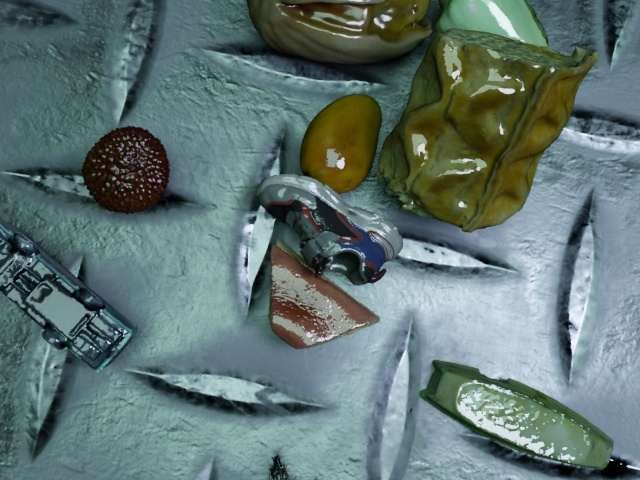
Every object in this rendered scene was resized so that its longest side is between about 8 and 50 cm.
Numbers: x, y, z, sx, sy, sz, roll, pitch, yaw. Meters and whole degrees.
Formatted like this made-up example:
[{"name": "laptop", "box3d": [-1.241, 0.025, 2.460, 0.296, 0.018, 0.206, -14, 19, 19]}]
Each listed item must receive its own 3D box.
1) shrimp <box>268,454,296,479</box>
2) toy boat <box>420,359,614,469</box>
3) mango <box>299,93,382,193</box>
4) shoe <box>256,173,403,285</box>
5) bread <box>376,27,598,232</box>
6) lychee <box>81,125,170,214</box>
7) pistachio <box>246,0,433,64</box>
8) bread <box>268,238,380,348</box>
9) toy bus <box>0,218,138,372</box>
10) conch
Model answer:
[{"name": "shrimp", "box3d": [-0.028, 0.378, 0.935, 0.091, 0.034, 0.161, -17, 90, -15]}, {"name": "toy boat", "box3d": [0.293, 0.257, 0.943, 0.292, 0.055, 0.093, 23, 86, 1]}, {"name": "mango", "box3d": [0.029, -0.146, 0.969, 0.111, 0.089, 0.163, 14, 73, -11]}, {"name": "shoe", "box3d": [0.000, 0.000, 0.932, 0.227, 0.099, 0.126, 25, 67, -3]}, {"name": "bread", "box3d": [0.213, -0.155, 0.881, 0.238, 0.196, 0.252, 15, 121, 4]}, {"name": "lychee", "box3d": [-0.276, -0.105, 0.937, 0.123, 0.129, 0.123, 8, 46, -8]}, {"name": "pistachio", "box3d": [0.028, -0.352, 0.964, 0.287, 0.197, 0.166, 2, 126, -12]}, {"name": "bread", "box3d": [-0.021, 0.097, 0.946, 0.192, 0.067, 0.119, 38, 74, 2]}, {"name": "toy bus", "box3d": [-0.381, 0.075, 0.918, 0.261, 0.109, 0.091, 41, 82, 1]}, {"name": "conch", "box3d": [0.277, -0.316, 0.978, 0.250, 0.143, 0.137, 33, 99, -13]}]
